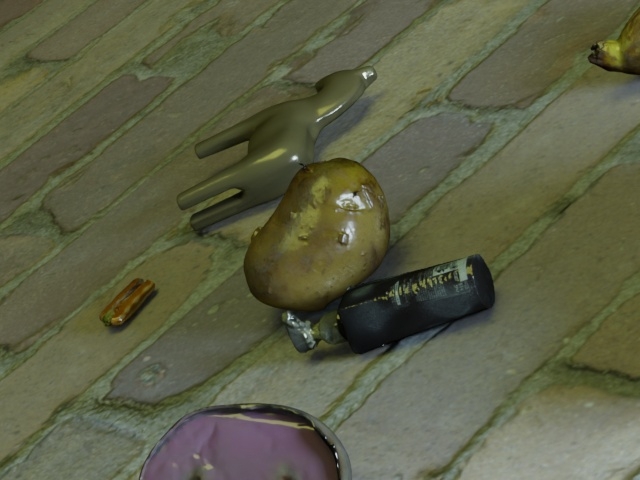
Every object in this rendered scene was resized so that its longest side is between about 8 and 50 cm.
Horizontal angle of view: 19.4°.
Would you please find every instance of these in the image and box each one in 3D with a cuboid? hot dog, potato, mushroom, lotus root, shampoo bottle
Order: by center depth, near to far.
[{"bbox_3d":[-0.054,0.209,1.621,0.188,0.141,0.117,-5,0,23],"label":"mushroom"},{"bbox_3d":[0.064,0.066,1.813,0.208,0.063,0.057,-18,19,22],"label":"shampoo bottle"},{"bbox_3d":[0.000,0.000,1.934,0.176,0.137,0.137,-52,27,2],"label":"potato"},{"bbox_3d":[0.379,-0.230,2.008,0.191,0.094,0.108,-38,3,0],"label":"lotus root"},{"bbox_3d":[-0.219,0.073,2.132,0.037,0.021,0.083,11,45,39],"label":"hot dog"}]

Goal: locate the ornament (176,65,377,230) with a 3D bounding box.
[{"bbox_3d":[-0.045,-0.125,2.268,0.245,0.061,0.230,-23,25,16],"label":"ornament"}]
